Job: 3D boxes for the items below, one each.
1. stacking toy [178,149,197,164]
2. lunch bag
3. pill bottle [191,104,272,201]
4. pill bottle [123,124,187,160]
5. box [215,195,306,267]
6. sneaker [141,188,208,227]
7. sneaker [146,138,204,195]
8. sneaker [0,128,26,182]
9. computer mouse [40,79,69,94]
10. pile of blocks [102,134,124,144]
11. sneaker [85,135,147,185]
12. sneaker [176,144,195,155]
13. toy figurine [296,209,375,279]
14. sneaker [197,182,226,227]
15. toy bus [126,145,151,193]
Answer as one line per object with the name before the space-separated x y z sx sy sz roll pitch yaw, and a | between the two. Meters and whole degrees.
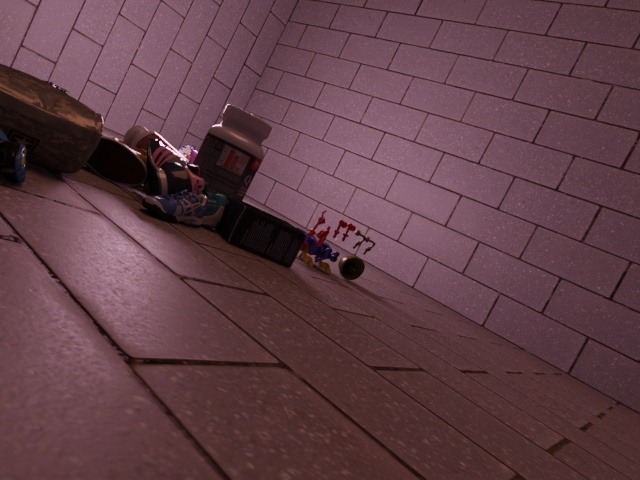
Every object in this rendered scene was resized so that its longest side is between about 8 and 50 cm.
stacking toy | -0.502 -0.305 2.004 0.302 0.165 0.175 22 31 -30
lunch bag | -0.606 -0.256 1.024 0.235 0.168 0.287 25 0 -36
pill bottle | -0.324 -0.268 1.698 0.210 0.362 0.210 27 4 -2
pill bottle | -0.550 -0.285 1.630 0.216 0.121 0.121 42 7 15
box | -0.170 -0.026 1.373 0.207 0.108 0.153 25 4 -29
sneaker | -0.349 -0.089 1.187 0.080 0.081 0.211 30 5 17
sneaker | -0.407 -0.194 1.351 0.131 0.112 0.319 -4 33 -24
sneaker | -0.540 -0.143 0.800 0.188 0.067 0.078 31 26 29
computer mouse | -0.915 -0.479 1.826 0.272 0.072 0.188 57 1 -7
pile of blocks | -0.774 -0.346 1.555 0.362 0.112 0.149 26 3 -12
sneaker | -0.596 -0.238 1.327 0.290 0.105 0.123 27 2 -7
sneaker | -0.763 -0.448 2.626 0.316 0.182 0.127 27 2 -6
toy figurine | 0.000 0.000 1.751 0.217 0.191 0.363 23 -1 41
sneaker | -0.365 -0.127 1.396 0.275 0.110 0.107 28 1 31
toy bus | -0.560 -0.228 1.482 0.191 0.104 0.202 27 4 -3
